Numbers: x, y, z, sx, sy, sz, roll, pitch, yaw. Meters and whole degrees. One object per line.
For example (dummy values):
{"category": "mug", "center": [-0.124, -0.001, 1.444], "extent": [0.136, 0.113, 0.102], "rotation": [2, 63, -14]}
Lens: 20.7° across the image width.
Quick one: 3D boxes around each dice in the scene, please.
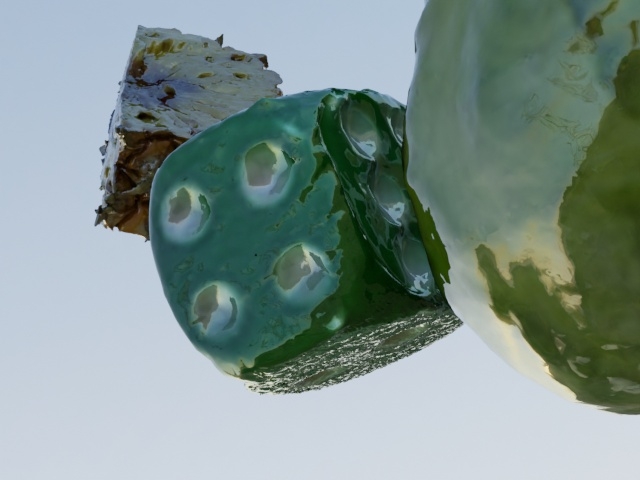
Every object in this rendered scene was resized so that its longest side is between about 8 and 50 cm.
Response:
{"category": "dice", "center": [0.000, 0.000, 0.878], "extent": [0.120, 0.128, 0.131], "rotation": [-29, -18, 31]}

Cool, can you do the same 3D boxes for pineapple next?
{"category": "pineapple", "center": [-0.071, -0.071, 1.146], "extent": [0.233, 0.135, 0.079], "rotation": [-86, 17, -60]}

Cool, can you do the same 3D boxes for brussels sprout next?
{"category": "brussels sprout", "center": [0.139, -0.063, 0.743], "extent": [0.219, 0.210, 0.271], "rotation": [-3, -99, -49]}
